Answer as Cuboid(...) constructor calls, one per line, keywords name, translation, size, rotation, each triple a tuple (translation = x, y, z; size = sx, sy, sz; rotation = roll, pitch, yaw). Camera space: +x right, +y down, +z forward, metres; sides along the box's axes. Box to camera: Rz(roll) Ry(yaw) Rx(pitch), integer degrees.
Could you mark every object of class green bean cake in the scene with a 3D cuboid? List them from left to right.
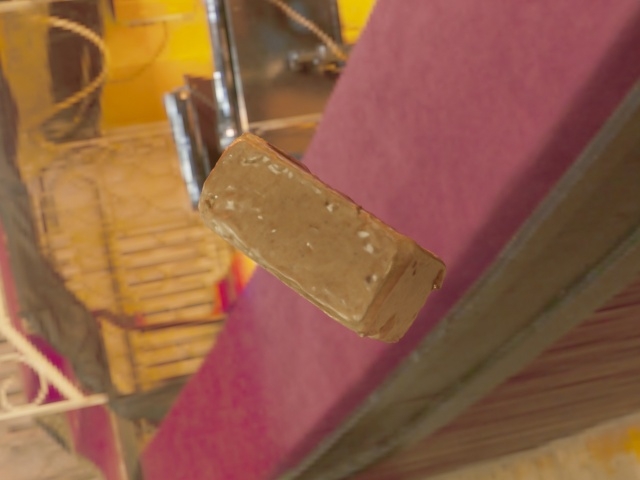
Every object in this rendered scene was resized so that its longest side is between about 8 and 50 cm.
Cuboid(name="green bean cake", translation=(0.000, 0.000, 0.997), size=(0.179, 0.085, 0.109), rotation=(34, -177, 21))
